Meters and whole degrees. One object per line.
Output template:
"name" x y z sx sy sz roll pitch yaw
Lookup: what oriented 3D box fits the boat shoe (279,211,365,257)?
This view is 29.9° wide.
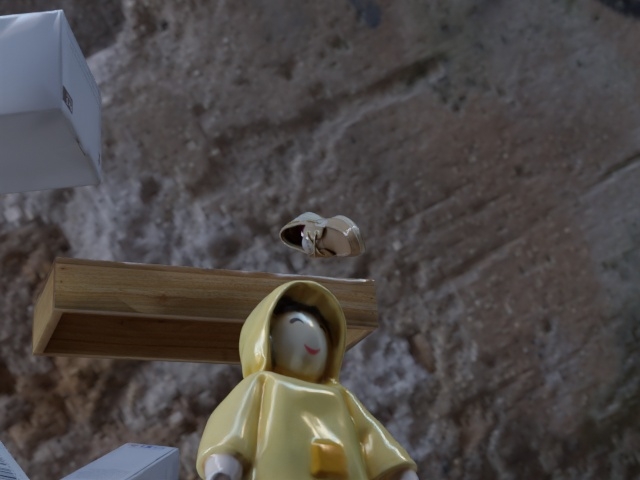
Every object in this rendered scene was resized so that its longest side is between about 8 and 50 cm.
"boat shoe" 0.000 0.000 1.644 0.059 0.063 0.170 -25 16 -25

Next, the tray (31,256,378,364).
"tray" -0.154 0.099 1.562 0.411 0.076 0.203 4 -22 -20

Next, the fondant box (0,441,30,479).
"fondant box" -0.388 0.355 1.107 0.330 0.238 0.096 -46 -23 0

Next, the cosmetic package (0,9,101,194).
"cosmetic package" -0.490 -0.161 1.542 0.385 0.156 0.217 -6 -23 -1

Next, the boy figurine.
"boy figurine" -0.002 0.153 0.836 0.092 0.177 0.285 -56 29 40

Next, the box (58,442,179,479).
"box" -0.181 0.300 0.927 0.058 0.232 0.322 2 1 11
